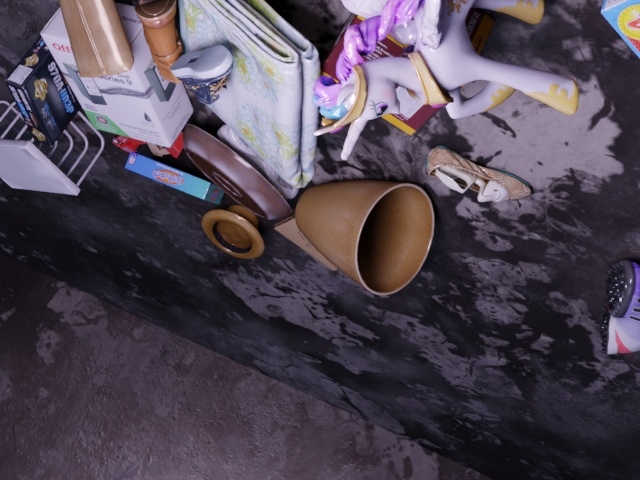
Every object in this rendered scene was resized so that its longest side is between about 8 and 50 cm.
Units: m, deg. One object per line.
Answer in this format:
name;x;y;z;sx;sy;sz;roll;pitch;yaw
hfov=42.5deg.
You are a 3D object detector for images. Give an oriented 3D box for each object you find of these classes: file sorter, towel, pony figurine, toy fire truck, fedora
file sorter;-0.730;-0.248;2.116;0.278;0.173;0.193;7;149;35
towel;-0.130;-0.292;1.448;0.320;0.090;0.374;48;161;20
pony figurine;0.151;-0.296;1.055;0.303;0.364;0.350;-142;45;-64
toy fire truck;-0.412;-0.241;1.986;0.135;0.047;0.192;36;153;-22
fedora;-0.216;-0.034;2.151;0.194;0.079;0.194;19;147;13

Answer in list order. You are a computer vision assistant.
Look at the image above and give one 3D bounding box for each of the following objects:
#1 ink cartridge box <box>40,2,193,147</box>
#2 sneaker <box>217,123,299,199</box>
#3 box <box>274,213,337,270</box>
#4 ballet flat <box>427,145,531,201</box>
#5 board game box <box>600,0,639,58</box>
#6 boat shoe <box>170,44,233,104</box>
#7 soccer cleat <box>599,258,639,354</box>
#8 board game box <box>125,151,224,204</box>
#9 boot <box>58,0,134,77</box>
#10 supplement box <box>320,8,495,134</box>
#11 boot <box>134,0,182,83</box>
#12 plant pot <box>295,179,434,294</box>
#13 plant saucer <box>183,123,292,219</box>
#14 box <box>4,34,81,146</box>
ink cartridge box;-0.414;-0.346;1.708;0.211;0.121;0.289;16;151;20
sneaker;-0.136;-0.182;1.819;0.115;0.090;0.232;2;138;53
box;0.000;0.000;2.082;0.201;0.021;0.164;36;152;-18
ballet flat;0.294;-0.109;1.562;0.206;0.067;0.073;22;153;7
board game box;0.566;-0.264;1.012;0.308;0.086;0.302;38;151;-23
boat shoe;-0.180;-0.276;1.387;0.083;0.065;0.183;47;164;-30
soccer cleat;0.643;0.136;1.681;0.117;0.108;0.318;-3;145;11
board game box;-0.352;-0.151;2.020;0.210;0.047;0.160;21;180;7
boot;-0.376;-0.428;1.441;0.236;0.089;0.269;8;121;39
supplement box;0.129;-0.301;1.291;0.191;0.129;0.194;31;153;-9
boot;-0.273;-0.351;1.460;0.197;0.073;0.152;-118;14;-65
plant pot;0.070;-0.033;1.761;0.254;0.237;0.237;21;157;43
plant saucer;-0.198;-0.141;1.853;0.311;0.050;0.310;38;172;6
box;-0.598;-0.340;1.827;0.051;0.175;0.220;22;153;11
